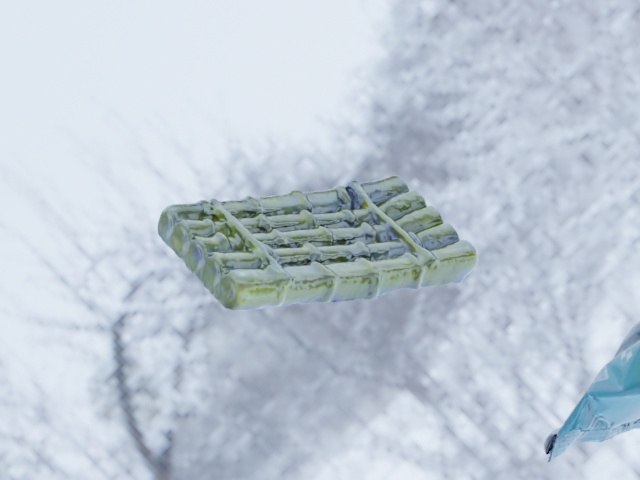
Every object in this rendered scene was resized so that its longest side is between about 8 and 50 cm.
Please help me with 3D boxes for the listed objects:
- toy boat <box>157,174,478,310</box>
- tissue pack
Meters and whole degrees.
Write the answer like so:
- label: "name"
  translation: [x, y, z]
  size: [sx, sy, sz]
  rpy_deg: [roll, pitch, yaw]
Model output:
- label: "toy boat"
  translation: [0.000, 0.000, 0.718]
  size: [0.115, 0.063, 0.016]
  rpy_deg: [-8, -52, -36]
- label: "tissue pack"
  translation: [0.136, 0.025, 0.614]
  size: [0.138, 0.028, 0.085]
  rpy_deg: [-39, -20, 30]
